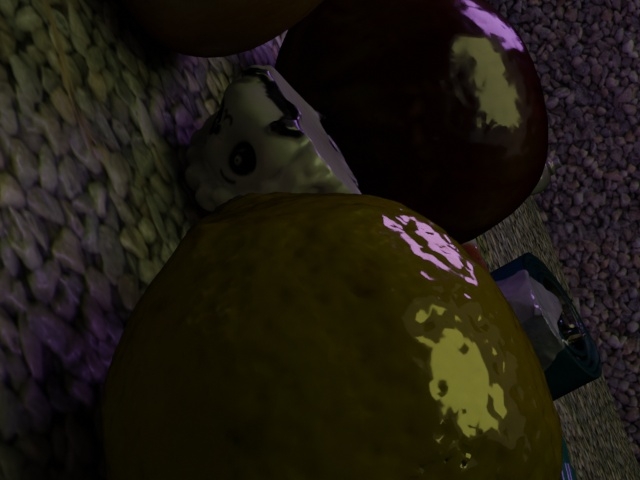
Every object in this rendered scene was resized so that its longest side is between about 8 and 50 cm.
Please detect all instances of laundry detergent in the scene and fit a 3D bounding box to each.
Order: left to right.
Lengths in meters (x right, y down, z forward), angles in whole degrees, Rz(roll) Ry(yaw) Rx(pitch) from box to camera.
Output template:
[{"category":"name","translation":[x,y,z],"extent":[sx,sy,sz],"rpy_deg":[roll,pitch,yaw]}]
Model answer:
[{"category":"laundry detergent","translation":[0.420,-0.127,2.269],"extent":[0.091,0.253,0.181],"rpy_deg":[66,19,-2]}]

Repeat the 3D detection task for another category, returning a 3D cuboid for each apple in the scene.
[{"category":"apple","translation":[-0.102,-0.389,1.133],"extent":[0.338,0.305,0.338],"rpy_deg":[53,21,-32]}]

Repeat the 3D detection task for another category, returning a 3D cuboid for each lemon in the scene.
[{"category":"lemon","translation":[0.000,0.131,0.766],"extent":[0.350,0.350,0.387],"rpy_deg":[32,24,-58]}]

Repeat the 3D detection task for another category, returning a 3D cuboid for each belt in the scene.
[{"category":"belt","translation":[0.449,0.186,2.120],"extent":[0.300,0.173,0.436],"rpy_deg":[62,15,14]}]

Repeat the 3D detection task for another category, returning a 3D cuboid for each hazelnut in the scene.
[{"category":"hazelnut","translation":[0.119,-0.182,1.432],"extent":[0.421,0.353,0.420],"rpy_deg":[21,61,-43]}]

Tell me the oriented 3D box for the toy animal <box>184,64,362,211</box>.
[{"category":"toy animal","translation":[-0.056,-0.077,1.129],"extent":[0.204,0.156,0.208],"rpy_deg":[38,17,-47]}]

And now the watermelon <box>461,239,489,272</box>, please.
[{"category":"watermelon","translation":[0.196,0.109,1.541],"extent":[0.260,0.176,0.256],"rpy_deg":[-113,-161,-51]}]

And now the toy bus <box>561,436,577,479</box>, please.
[{"category":"toy bus","translation":[0.435,0.440,1.912],"extent":[0.079,0.092,0.160],"rpy_deg":[52,24,-33]}]
